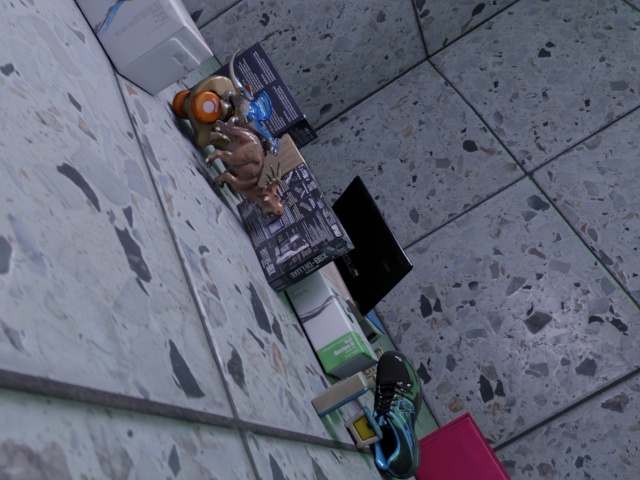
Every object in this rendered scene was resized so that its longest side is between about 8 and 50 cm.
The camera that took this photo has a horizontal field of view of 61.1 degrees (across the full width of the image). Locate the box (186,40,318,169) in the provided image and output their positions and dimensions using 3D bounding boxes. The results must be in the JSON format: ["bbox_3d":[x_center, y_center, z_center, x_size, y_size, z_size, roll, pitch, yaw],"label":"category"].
[{"bbox_3d":[-0.235,-0.434,1.862,0.343,0.312,0.179,61,6,16],"label":"box"}]

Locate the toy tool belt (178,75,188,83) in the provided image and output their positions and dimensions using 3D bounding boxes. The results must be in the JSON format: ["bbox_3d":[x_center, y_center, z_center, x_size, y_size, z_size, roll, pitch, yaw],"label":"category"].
[{"bbox_3d":[-0.480,-0.568,1.856,0.083,0.052,0.051,-102,-169,-64],"label":"toy tool belt"}]

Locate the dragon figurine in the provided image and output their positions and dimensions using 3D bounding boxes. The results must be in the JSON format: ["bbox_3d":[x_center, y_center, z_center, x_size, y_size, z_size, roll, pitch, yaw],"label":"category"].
[{"bbox_3d":[-0.193,-0.367,1.504,0.144,0.085,0.289,-3,79,-57],"label":"dragon figurine"}]

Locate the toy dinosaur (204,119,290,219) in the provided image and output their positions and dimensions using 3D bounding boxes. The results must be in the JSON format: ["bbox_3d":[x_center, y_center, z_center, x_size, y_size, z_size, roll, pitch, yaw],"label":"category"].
[{"bbox_3d":[-0.193,-0.207,1.458,0.127,0.200,0.296,-88,173,-54],"label":"toy dinosaur"}]

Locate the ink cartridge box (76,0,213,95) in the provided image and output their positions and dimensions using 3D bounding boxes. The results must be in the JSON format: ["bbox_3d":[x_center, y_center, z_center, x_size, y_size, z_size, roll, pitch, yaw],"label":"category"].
[{"bbox_3d":[-0.435,-0.542,1.329,0.270,0.197,0.198,59,6,5],"label":"ink cartridge box"}]

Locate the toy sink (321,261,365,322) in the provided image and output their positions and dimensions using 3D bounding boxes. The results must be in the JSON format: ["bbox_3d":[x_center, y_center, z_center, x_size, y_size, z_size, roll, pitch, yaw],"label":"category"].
[{"bbox_3d":[0.029,0.173,1.832,0.153,0.131,0.234,51,11,-49],"label":"toy sink"}]

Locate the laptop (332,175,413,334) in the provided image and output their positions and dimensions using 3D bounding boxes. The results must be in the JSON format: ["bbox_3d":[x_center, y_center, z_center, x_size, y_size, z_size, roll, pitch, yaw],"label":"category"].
[{"bbox_3d":[0.173,0.063,1.855,0.236,0.408,0.382,2,49,-40],"label":"laptop"}]

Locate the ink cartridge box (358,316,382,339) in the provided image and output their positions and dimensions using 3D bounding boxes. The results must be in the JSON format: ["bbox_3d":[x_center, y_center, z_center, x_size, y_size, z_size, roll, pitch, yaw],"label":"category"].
[{"bbox_3d":[0.093,0.244,2.139,0.371,0.069,0.176,51,3,23],"label":"ink cartridge box"}]

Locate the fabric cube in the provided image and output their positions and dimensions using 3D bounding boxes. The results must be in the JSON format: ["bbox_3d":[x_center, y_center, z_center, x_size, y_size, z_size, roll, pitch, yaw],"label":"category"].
[{"bbox_3d":[0.461,0.760,1.816,0.258,0.254,0.259,58,6,19],"label":"fabric cube"}]

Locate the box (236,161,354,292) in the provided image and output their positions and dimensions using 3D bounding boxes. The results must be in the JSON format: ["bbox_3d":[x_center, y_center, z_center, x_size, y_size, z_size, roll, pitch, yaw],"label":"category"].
[{"bbox_3d":[-0.078,-0.042,1.514,0.076,0.242,0.307,50,10,-53],"label":"box"}]

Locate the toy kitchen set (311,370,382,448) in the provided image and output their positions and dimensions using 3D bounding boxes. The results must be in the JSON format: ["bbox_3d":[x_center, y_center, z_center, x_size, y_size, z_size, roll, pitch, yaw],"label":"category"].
[{"bbox_3d":[0.090,0.396,1.247,0.166,0.122,0.207,60,6,12],"label":"toy kitchen set"}]

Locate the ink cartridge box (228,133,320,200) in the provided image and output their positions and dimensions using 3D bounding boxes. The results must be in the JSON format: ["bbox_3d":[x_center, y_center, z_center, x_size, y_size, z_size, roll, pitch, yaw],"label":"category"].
[{"bbox_3d":[-0.148,-0.196,1.752,0.193,0.234,0.088,60,6,10],"label":"ink cartridge box"}]

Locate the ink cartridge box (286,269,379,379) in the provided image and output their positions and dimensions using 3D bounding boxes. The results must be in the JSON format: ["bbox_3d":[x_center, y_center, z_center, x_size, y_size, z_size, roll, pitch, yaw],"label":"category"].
[{"bbox_3d":[0.031,0.239,1.555,0.289,0.121,0.211,61,6,26],"label":"ink cartridge box"}]

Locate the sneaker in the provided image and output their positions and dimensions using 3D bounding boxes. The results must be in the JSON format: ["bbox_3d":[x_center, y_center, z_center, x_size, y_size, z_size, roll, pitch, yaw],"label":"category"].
[{"bbox_3d":[0.200,0.456,1.461,0.139,0.125,0.341,36,44,-49],"label":"sneaker"}]

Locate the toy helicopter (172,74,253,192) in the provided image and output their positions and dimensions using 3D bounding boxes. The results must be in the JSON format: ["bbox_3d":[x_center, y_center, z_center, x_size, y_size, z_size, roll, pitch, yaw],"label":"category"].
[{"bbox_3d":[-0.262,-0.310,1.599,0.140,0.235,0.355,18,-48,46],"label":"toy helicopter"}]

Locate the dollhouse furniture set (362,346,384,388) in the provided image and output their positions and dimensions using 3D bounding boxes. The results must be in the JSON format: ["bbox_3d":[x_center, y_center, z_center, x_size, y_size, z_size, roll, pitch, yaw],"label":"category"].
[{"bbox_3d":[0.183,0.423,1.953,0.182,0.101,0.161,60,6,14],"label":"dollhouse furniture set"}]
